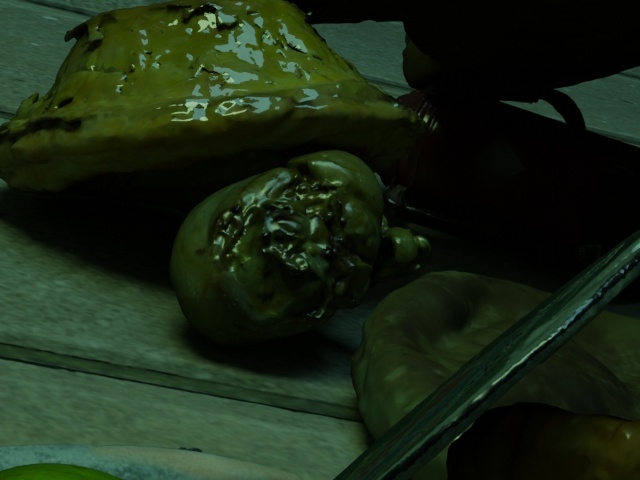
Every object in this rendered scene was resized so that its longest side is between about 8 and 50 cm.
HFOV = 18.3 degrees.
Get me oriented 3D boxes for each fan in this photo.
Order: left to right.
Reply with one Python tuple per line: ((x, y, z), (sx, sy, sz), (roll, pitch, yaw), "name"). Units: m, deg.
((0.067, 0.034, 0.642), (0.012, 0.294, 0.223), (50, 5, 4), "fan")

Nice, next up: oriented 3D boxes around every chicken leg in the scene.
((0.000, 0.000, 0.996), (0.088, 0.103, 0.228), (57, 22, 8), "chicken leg")

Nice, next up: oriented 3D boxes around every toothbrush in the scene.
((-0.160, 0.080, 0.645), (0.375, 0.028, 0.037), (5, 23, -36), "toothbrush")

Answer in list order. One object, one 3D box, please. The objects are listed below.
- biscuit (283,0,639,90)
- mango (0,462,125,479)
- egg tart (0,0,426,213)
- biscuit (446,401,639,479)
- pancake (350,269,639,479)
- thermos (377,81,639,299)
((0.175, -0.165, 1.165), (0.368, 0.076, 0.394), (-7, -8, 22), "biscuit")
((-0.075, 0.099, 0.616), (0.073, 0.056, 0.108), (26, 6, 27), "mango")
((-0.063, -0.073, 1.064), (0.241, 0.106, 0.241), (-5, -4, 0), "egg tart")
((0.198, 0.120, 0.623), (0.289, 0.081, 0.334), (23, -13, -40), "biscuit")
((0.145, 0.084, 0.923), (0.294, 0.049, 0.294), (16, 14, -4), "pancake")
((0.115, -0.041, 1.292), (0.232, 0.099, 0.124), (20, 48, 22), "thermos")
